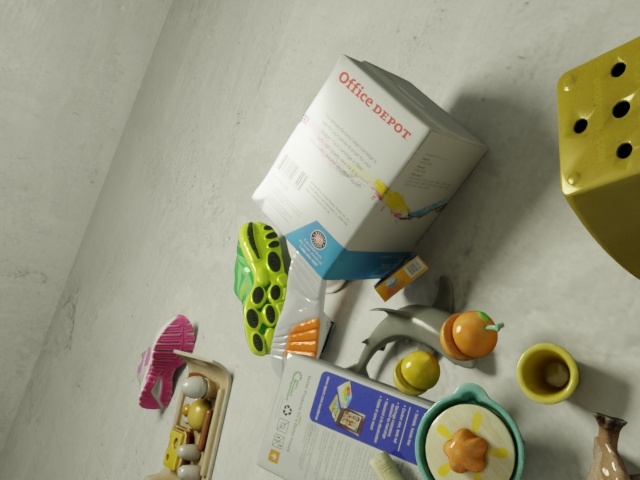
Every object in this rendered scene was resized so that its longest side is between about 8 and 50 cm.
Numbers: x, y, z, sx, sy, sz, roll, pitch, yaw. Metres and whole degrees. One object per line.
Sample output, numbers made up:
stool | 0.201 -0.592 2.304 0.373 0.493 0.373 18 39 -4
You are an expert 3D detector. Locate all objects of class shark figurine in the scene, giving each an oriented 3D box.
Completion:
shark figurine | 0.103 0.139 1.062 0.278 0.116 0.166 -31 49 44

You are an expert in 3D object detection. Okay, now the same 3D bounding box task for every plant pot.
plant pot | 0.358 -0.100 0.719 0.212 0.187 0.212 -22 56 51

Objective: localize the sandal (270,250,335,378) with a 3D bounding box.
sandal | -0.016 0.133 1.273 0.101 0.076 0.266 21 104 35

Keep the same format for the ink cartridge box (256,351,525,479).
ink cartridge box | 0.088 0.293 0.976 0.370 0.069 0.176 14 86 35

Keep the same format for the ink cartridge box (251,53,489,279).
ink cartridge box | 0.074 -0.104 1.085 0.198 0.197 0.270 48 115 28

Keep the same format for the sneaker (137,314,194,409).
sneaker | -0.398 0.287 1.756 0.252 0.102 0.111 -64 34 12

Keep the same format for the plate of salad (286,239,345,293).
plate of salad | 0.000 0.000 1.317 0.199 0.048 0.200 24 121 48

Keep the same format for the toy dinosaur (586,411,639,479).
toy dinosaur | 0.323 0.284 0.650 0.295 0.127 0.201 19 98 64

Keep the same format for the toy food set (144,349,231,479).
toy food set | -0.309 0.406 1.569 0.219 0.092 0.306 -4 71 56

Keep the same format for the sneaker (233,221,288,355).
sneaker | -0.117 0.104 1.444 0.124 0.109 0.296 112 155 -53

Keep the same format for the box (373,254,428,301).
box | 0.119 0.055 1.076 0.081 0.028 0.136 -39 0 1

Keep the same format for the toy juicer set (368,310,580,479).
toy juicer set | 0.152 0.236 0.864 0.209 0.089 0.329 32 96 32
